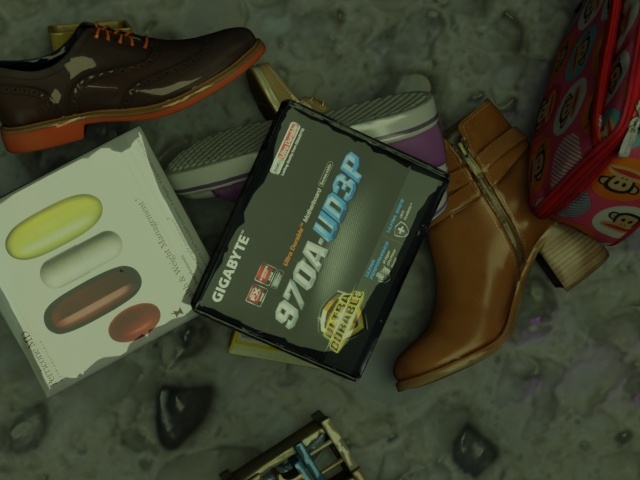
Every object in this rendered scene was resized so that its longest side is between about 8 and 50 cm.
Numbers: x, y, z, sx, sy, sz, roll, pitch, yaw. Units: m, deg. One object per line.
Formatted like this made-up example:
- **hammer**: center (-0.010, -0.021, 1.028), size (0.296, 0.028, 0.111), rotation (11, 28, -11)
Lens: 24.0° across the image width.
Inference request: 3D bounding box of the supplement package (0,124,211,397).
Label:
- **supplement package**: center (-0.228, 0.020, 1.498), size (0.203, 0.149, 0.194), rotation (-30, 95, -9)

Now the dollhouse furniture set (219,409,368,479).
- **dollhouse furniture set**: center (-0.006, 0.270, 1.522), size (0.129, 0.184, 0.129), rotation (-32, 96, -8)

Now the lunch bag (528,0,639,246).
- **lunch bag**: center (0.320, -0.163, 1.503), size (0.120, 0.258, 0.293), rotation (22, 58, -10)

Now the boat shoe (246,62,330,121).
- **boat shoe**: center (-0.014, -0.122, 1.583), size (0.059, 0.063, 0.170), rotation (-37, 106, -10)

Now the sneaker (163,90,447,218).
- **sneaker**: center (-0.009, -0.043, 1.521), size (0.282, 0.102, 0.161), rotation (-10, 114, 5)

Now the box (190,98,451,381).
- **box**: center (0.000, 0.000, 1.435), size (0.175, 0.051, 0.220), rotation (25, 90, -11)

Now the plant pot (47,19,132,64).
- **plant pot**: center (-0.231, -0.177, 1.534), size (0.081, 0.081, 0.083), rotation (-6, 105, -10)

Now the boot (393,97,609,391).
- **boot**: center (0.141, 0.005, 1.586), size (0.283, 0.109, 0.220), rotation (-37, 94, -3)

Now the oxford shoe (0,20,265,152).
- **oxford shoe**: center (-0.189, -0.168, 1.455), size (0.271, 0.097, 0.098), rotation (-18, 110, -4)

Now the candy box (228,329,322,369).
- **candy box**: center (-0.022, 0.047, 1.533), size (0.105, 0.027, 0.206), rotation (9, 130, -12)
